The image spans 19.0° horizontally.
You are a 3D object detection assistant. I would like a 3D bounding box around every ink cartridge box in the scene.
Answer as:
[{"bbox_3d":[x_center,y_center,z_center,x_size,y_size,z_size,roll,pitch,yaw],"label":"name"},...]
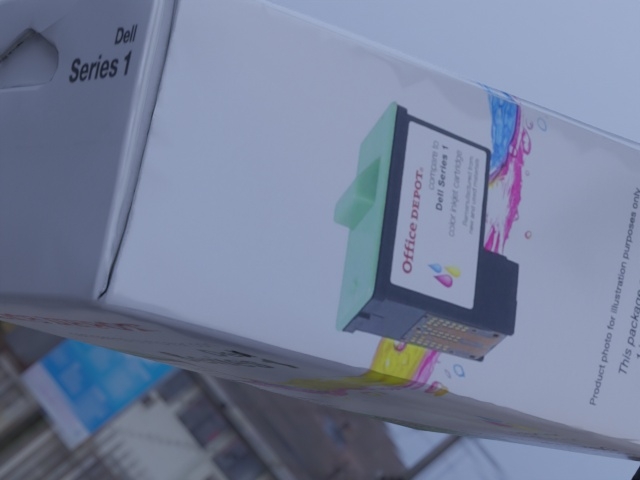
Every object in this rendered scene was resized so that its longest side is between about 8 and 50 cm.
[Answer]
[{"bbox_3d":[0.000,0.000,0.738,0.278,0.117,0.201,17,-9,-32],"label":"ink cartridge box"}]

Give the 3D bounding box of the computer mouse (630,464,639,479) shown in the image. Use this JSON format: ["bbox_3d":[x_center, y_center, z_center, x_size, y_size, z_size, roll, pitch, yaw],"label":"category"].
[{"bbox_3d":[0.249,0.160,0.974,0.193,0.106,0.042,34,-27,15],"label":"computer mouse"}]
